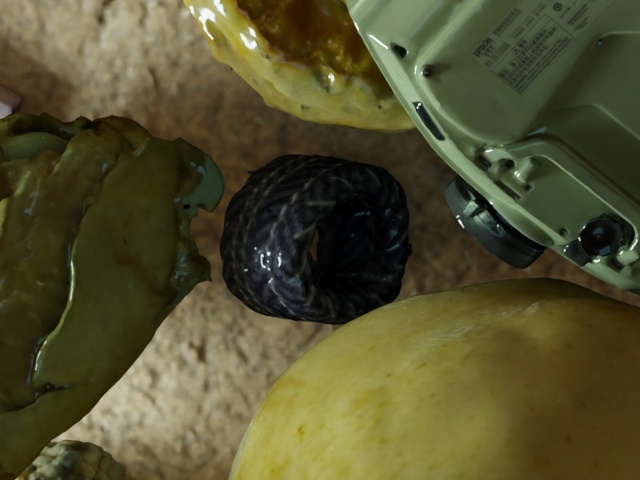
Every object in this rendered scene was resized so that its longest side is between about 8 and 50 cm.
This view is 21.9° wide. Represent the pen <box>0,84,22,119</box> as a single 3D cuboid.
[{"bbox_3d":[-0.269,-0.109,0.957,0.197,0.032,0.053,26,105,-4],"label":"pen"}]

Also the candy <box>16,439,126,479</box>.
[{"bbox_3d":[-0.172,0.164,0.991,0.110,0.085,0.095,-16,143,10],"label":"candy"}]

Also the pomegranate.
[{"bbox_3d":[0.095,0.183,0.851,0.332,0.332,0.333,1,104,4],"label":"pomegranate"}]

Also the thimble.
[{"bbox_3d":[-0.001,-0.001,0.925,0.066,0.104,0.095,6,84,40],"label":"thimble"}]

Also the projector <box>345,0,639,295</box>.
[{"bbox_3d":[0.145,-0.072,0.814,0.269,0.088,0.193,36,110,-18],"label":"projector"}]

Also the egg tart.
[{"bbox_3d":[0.034,-0.175,0.883,0.241,0.106,0.241,2,105,6],"label":"egg tart"}]

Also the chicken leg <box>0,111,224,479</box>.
[{"bbox_3d":[-0.212,0.116,0.892,0.201,0.153,0.429,25,77,-4],"label":"chicken leg"}]
